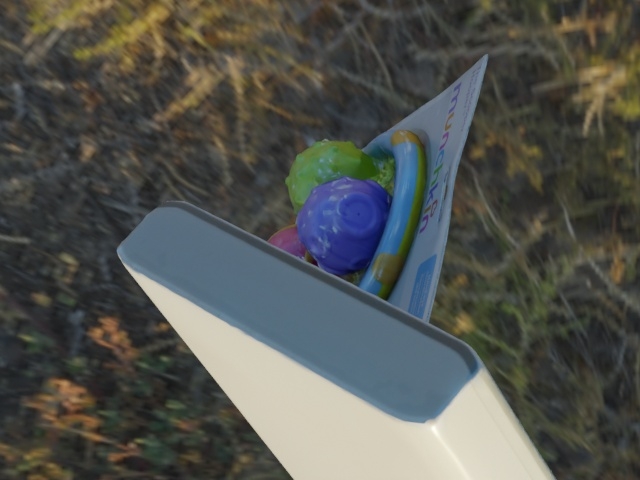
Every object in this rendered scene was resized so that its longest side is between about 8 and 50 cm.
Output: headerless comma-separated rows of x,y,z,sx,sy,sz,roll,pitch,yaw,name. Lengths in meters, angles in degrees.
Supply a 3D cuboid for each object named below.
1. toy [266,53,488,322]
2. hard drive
0.000,0.000,0.940,0.056,0.237,0.137,18,70,-13,toy
0.052,0.122,0.823,0.040,0.307,0.203,-46,40,-16,hard drive
